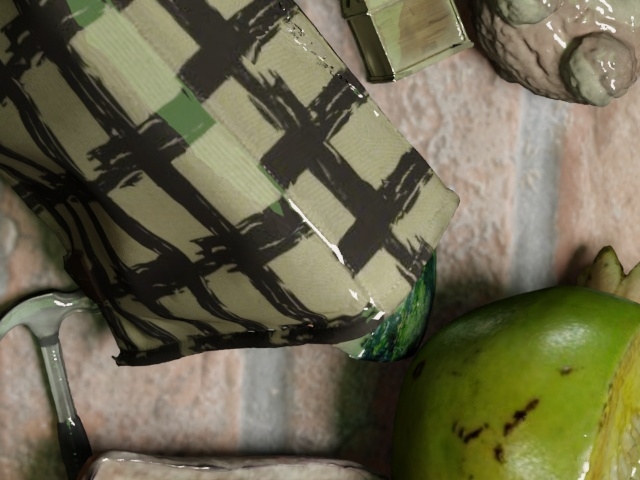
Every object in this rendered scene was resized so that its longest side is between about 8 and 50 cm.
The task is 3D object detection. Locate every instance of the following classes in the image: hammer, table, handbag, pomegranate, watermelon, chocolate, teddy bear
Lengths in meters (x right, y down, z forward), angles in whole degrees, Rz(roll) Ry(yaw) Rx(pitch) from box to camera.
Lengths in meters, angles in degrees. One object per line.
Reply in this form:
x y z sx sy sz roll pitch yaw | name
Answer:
-0.206 0.161 0.856 0.103 0.029 0.246 -12 102 -15 | hammer
0.068 -0.183 0.875 0.079 0.062 0.083 -26 104 -12 | table
-0.127 -0.067 0.689 0.325 0.327 0.162 49 51 -15 | handbag
0.188 0.154 0.886 0.310 0.216 0.358 59 44 -36 | pomegranate
0.020 -0.003 0.859 0.202 0.136 0.207 -1 82 -23 | watermelon
-0.076 0.257 0.865 0.303 0.100 0.185 11 90 -27 | chocolate
0.250 -0.235 0.880 0.267 0.151 0.236 -44 100 -3 | teddy bear
